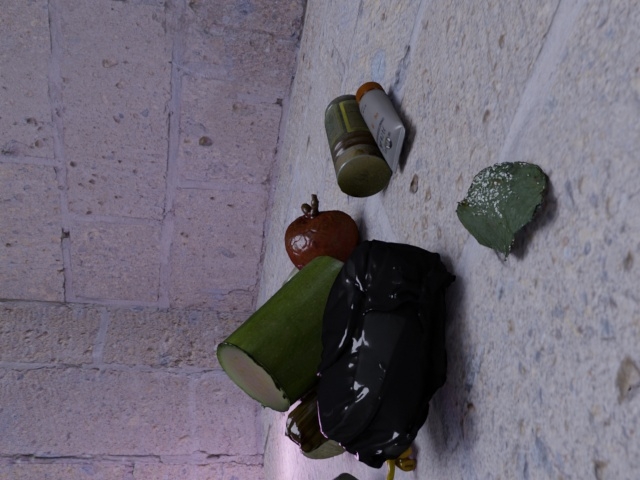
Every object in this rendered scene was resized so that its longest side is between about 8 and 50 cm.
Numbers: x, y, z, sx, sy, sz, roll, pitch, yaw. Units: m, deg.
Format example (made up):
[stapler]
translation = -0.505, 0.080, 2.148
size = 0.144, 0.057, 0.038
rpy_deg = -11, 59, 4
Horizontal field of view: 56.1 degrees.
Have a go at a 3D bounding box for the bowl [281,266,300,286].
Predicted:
[bowl]
translation = -0.050, 0.148, 2.116
size = 0.237, 0.126, 0.238
rpy_deg = -52, -2, -3

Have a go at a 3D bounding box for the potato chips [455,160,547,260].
[potato chips]
translation = 0.296, -0.042, 1.002
size = 0.228, 0.059, 0.167
rpy_deg = 110, 151, -52

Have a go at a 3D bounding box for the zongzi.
[zongzi]
translation = 0.059, 0.387, 1.516
size = 0.134, 0.286, 0.288
rpy_deg = 46, 134, 16

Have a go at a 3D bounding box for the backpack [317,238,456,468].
[backpack]
translation = 0.126, 0.234, 1.242
size = 0.363, 0.255, 0.445
rpy_deg = 116, 170, -57

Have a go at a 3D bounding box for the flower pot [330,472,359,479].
[flower pot]
translation = 0.038, 0.709, 1.488
size = 0.195, 0.246, 0.246
rpy_deg = 56, 154, 16

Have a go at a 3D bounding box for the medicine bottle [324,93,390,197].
[medicine bottle]
translation = 0.101, -0.285, 1.760
size = 0.322, 0.151, 0.151
rpy_deg = -100, 19, -44

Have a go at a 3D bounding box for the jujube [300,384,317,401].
[jujube]
translation = -0.062, 0.405, 2.046
size = 0.258, 0.259, 0.376
rpy_deg = -97, 16, -44

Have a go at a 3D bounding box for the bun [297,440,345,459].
[bun]
translation = 0.025, 0.562, 1.817
size = 0.243, 0.153, 0.244
rpy_deg = -62, 9, 18

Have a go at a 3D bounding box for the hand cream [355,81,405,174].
[hand cream]
translation = 0.175, -0.318, 1.641
size = 0.314, 0.089, 0.139
rpy_deg = -110, 21, -48

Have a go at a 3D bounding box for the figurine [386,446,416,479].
[figurine]
translation = 0.137, 0.474, 1.421
size = 0.246, 0.131, 0.156
rpy_deg = -1, 107, 68

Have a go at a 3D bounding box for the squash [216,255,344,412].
[squash]
translation = -0.059, 0.256, 1.636
size = 0.384, 0.263, 0.263
rpy_deg = -41, -13, -30

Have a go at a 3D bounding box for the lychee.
[lychee]
translation = 0.000, 0.000, 1.911
size = 0.300, 0.255, 0.255
rpy_deg = 61, 180, -20
